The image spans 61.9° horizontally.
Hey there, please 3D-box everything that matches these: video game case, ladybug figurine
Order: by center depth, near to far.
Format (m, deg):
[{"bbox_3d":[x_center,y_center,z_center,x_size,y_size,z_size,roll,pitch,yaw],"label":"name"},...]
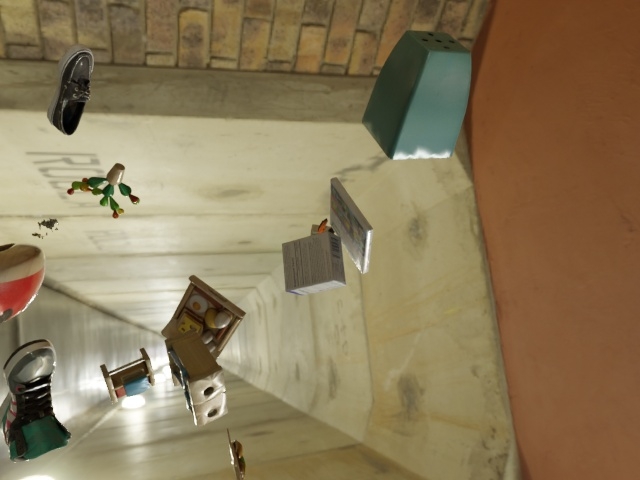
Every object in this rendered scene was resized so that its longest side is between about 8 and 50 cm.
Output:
[{"bbox_3d":[-0.837,0.118,1.324,0.449,0.305,0.161,-159,-127,-70],"label":"ladybug figurine"},{"bbox_3d":[0.077,-0.039,1.412,0.183,0.023,0.201,90,-25,-52],"label":"video game case"}]

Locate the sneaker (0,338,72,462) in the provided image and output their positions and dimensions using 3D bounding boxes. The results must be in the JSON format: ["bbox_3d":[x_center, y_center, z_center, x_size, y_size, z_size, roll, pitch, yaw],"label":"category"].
[{"bbox_3d":[-0.605,0.366,1.137,0.178,0.124,0.295,44,-57,27],"label":"sneaker"}]

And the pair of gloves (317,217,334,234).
[{"bbox_3d":[0.020,-0.035,1.825,0.010,0.083,0.074,29,-88,42],"label":"pair of gloves"}]

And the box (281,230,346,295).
[{"bbox_3d":[-0.017,0.059,1.312,0.137,0.072,0.126,-15,-109,27],"label":"box"}]

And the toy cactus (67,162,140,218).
[{"bbox_3d":[-0.680,-0.169,1.714,0.180,0.219,0.112,-50,-148,32],"label":"toy cactus"}]

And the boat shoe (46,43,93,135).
[{"bbox_3d":[-0.576,-0.344,1.251,0.076,0.080,0.228,46,-61,14],"label":"boat shoe"}]

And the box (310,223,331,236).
[{"bbox_3d":[0.000,0.000,2.155,0.102,0.087,0.101,-82,180,-69],"label":"box"}]

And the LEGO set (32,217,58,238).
[{"bbox_3d":[-0.698,-0.037,1.361,0.083,0.054,0.023,-101,-159,-51],"label":"LEGO set"}]

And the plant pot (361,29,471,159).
[{"bbox_3d":[0.219,-0.323,1.164,0.165,0.166,0.234,-118,-149,-43],"label":"plant pot"}]

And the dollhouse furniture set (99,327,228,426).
[{"bbox_3d":[-0.288,0.280,0.997,0.129,0.184,0.129,41,-40,43],"label":"dollhouse furniture set"}]

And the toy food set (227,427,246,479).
[{"bbox_3d":[-0.241,0.650,1.580,0.132,0.039,0.192,-116,-159,-43],"label":"toy food set"}]

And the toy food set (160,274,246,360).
[{"bbox_3d":[-0.404,0.281,1.806,0.306,0.220,0.092,-55,179,33],"label":"toy food set"}]
